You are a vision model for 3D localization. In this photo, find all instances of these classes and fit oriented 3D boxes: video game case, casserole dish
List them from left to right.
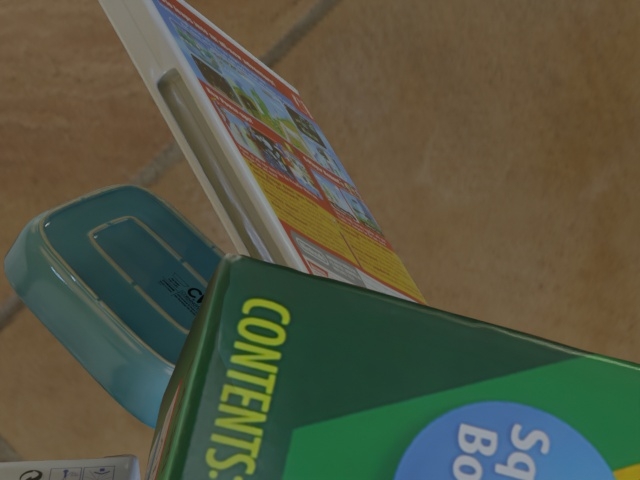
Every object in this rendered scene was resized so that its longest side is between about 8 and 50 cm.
[{"bbox_3d":[-0.093,0.030,0.813,0.114,0.037,0.188,-26,58,-39],"label":"casserole dish"},{"bbox_3d":[0.000,0.000,0.732,0.025,0.204,0.285,-36,63,12],"label":"video game case"}]

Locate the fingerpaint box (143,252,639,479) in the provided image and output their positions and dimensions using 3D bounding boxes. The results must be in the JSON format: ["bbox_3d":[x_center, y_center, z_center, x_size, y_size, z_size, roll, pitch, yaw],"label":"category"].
[{"bbox_3d":[0.090,0.270,0.380,0.371,0.163,0.444,16,66,-6],"label":"fingerpaint box"}]

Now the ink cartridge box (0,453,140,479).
[{"bbox_3d":[-0.186,0.216,0.685,0.186,0.065,0.311,-2,26,-2],"label":"ink cartridge box"}]
